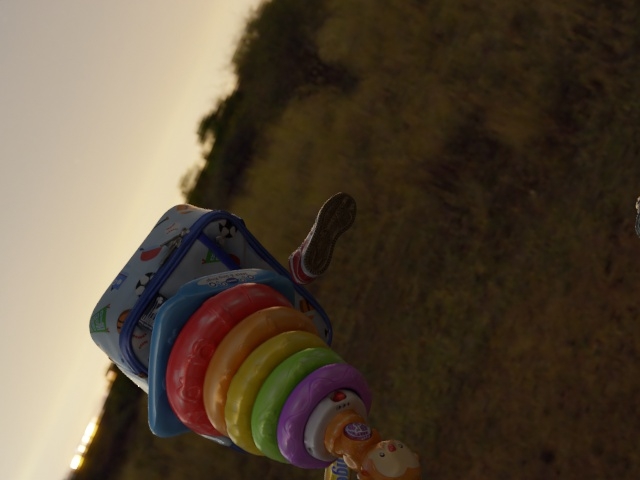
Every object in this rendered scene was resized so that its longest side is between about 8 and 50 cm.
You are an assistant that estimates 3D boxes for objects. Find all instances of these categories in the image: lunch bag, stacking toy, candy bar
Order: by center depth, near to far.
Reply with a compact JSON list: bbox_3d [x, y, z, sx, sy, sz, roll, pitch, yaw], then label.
[{"bbox_3d":[-0.019,0.155,1.009,0.302,0.175,0.165,28,119,44],"label":"stacking toy"},{"bbox_3d":[0.026,0.253,1.322,0.018,0.040,0.161,-116,30,-63],"label":"candy bar"},{"bbox_3d":[-0.128,0.104,1.352,0.115,0.303,0.243,13,61,49],"label":"lunch bag"}]

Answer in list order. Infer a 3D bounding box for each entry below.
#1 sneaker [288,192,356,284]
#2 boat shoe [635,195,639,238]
[{"bbox_3d":[0.000,0.000,1.257,0.118,0.042,0.067,-62,9,-29],"label":"sneaker"},{"bbox_3d":[0.474,0.019,1.236,0.079,0.254,0.095,-79,14,-60],"label":"boat shoe"}]
